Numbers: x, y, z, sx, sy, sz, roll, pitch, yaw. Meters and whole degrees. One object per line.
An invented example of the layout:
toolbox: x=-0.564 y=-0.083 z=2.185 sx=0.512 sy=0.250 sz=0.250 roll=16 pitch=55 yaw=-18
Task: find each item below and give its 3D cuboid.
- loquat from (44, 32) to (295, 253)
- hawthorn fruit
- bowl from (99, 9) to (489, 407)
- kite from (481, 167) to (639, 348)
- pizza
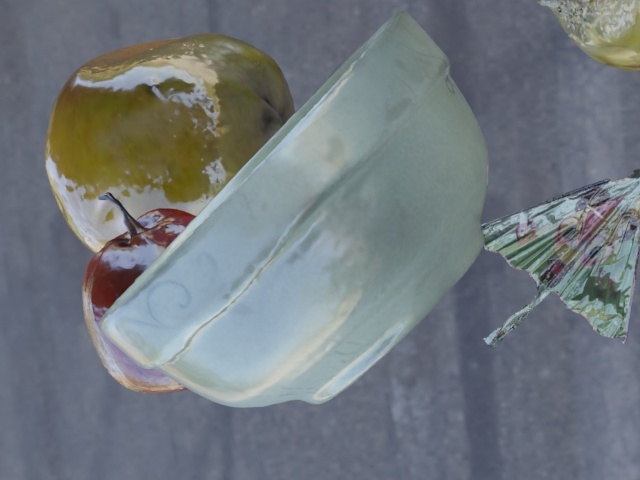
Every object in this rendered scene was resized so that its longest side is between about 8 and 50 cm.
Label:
loquat: x=-0.153 y=-0.093 z=1.699 sx=0.284 sy=0.276 sz=0.276 roll=-9 pitch=88 yaw=34
hawthorn fruit: x=-0.145 y=0.039 z=1.402 sx=0.157 sy=0.157 sz=0.194 roll=19 pitch=140 yaw=57
bowl: x=0.000 y=0.000 z=1.096 sx=0.163 sy=0.307 sz=0.307 roll=46 pitch=146 yaw=-3
kite: x=0.276 y=0.018 z=1.741 sx=0.268 sy=0.013 sz=0.323 roll=-49 pitch=32 yaw=-1
pizza: x=0.253 y=-0.178 z=1.181 sx=0.204 sy=0.188 sz=0.080 roll=-145 pitch=37 yaw=-69
